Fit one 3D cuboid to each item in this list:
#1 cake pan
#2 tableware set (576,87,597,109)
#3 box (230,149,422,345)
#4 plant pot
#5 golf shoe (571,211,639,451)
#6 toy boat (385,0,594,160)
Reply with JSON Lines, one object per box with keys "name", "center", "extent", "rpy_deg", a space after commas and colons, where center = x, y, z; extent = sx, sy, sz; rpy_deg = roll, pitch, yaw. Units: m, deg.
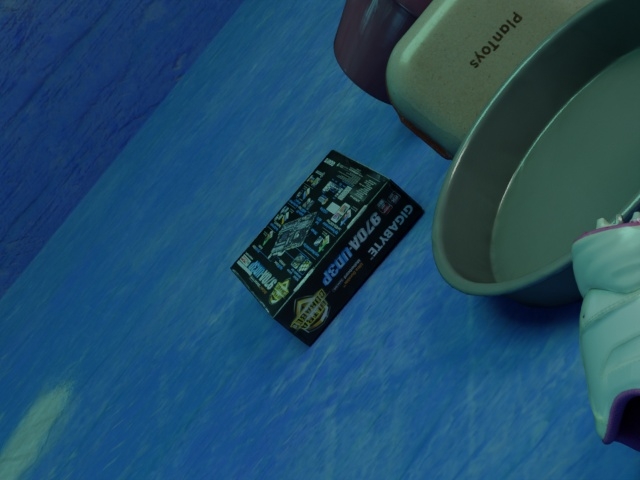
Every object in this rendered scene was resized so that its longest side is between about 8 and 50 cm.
{"name": "cake pan", "center": [0.202, -0.071, 1.036], "extent": [0.293, 0.054, 0.293], "rpy_deg": [-43, 25, 25]}
{"name": "tableware set", "center": [0.269, -0.164, 1.155], "extent": [0.154, 0.024, 0.104], "rpy_deg": [-54, 18, -11]}
{"name": "box", "center": [0.000, 0.000, 1.404], "extent": [0.175, 0.051, 0.220], "rpy_deg": [-50, 18, -1]}
{"name": "plant pot", "center": [0.109, -0.244, 1.443], "extent": [0.180, 0.201, 0.201], "rpy_deg": [-55, 11, 39]}
{"name": "golf shoe", "center": [0.251, 0.047, 0.692], "extent": [0.306, 0.115, 0.140], "rpy_deg": [-12, 67, 56]}
{"name": "toy boat", "center": [0.173, -0.173, 1.257], "extent": [0.231, 0.151, 0.151], "rpy_deg": [-49, -11, 4]}
